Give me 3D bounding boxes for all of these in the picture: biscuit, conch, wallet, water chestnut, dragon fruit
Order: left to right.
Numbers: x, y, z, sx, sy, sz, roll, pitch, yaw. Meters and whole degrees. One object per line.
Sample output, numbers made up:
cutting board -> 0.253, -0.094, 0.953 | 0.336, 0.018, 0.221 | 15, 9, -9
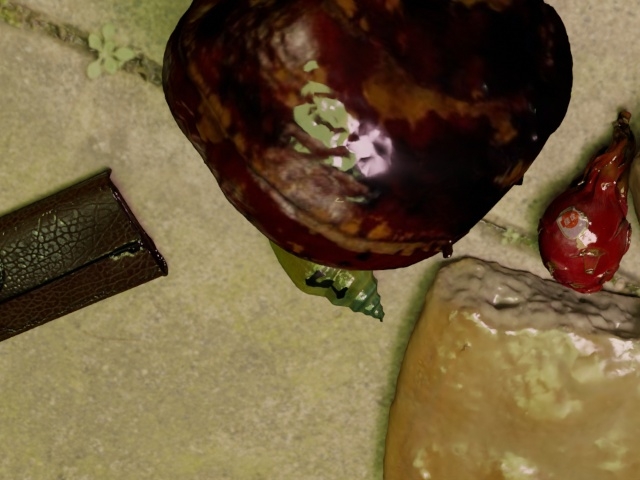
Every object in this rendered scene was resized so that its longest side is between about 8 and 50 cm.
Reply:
wallet -> -0.300, 0.026, 1.234 | 0.243, 0.039, 0.133 | -21, 112, 13
conch -> 0.000, 0.003, 1.189 | 0.095, 0.079, 0.201 | -30, 103, -3
water chestnut -> 0.023, -0.121, 1.005 | 0.335, 0.335, 0.347 | 34, 146, -12
biscuit -> 0.274, 0.238, 1.264 | 0.429, 0.104, 0.446 | 17, 115, -5
dragon fruit -> 0.267, -0.036, 1.144 | 0.094, 0.094, 0.191 | 10, 108, -1

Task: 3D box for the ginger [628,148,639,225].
ginger -> 0.380, -0.023, 1.107 | 0.152, 0.138, 0.267 | -40, 133, 23
